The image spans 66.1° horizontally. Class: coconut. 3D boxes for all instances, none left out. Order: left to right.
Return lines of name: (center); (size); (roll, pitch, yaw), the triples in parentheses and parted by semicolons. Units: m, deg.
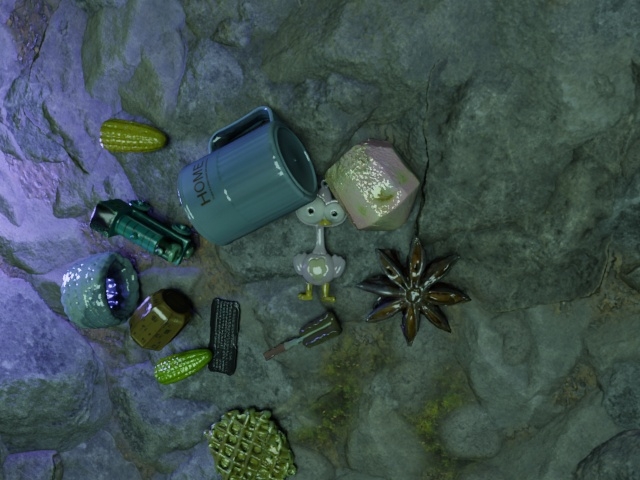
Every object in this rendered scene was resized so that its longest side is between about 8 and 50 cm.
coconut: (0.147, -0.138, 1.341); (0.233, 0.233, 0.245); (-37, 88, 16)

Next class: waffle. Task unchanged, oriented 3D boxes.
waffle: (-0.241, 0.719, 1.662); (0.297, 0.073, 0.317); (-21, 95, 15)

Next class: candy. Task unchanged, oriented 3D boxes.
candy: (-0.575, -0.320, 1.535); (0.198, 0.094, 0.106); (8, 66, 4)
candy: (-0.452, 0.413, 1.645); (0.209, 0.097, 0.097); (-23, 94, 13)

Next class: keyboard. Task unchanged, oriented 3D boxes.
keyboard: (-0.322, 0.322, 1.635); (0.106, 0.016, 0.262); (9, 102, 11)

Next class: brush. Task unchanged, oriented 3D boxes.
brush: (-0.065, 0.315, 1.561); (0.301, 0.071, 0.084); (-32, 76, 25)

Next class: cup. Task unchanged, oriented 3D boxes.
cup: (-0.190, -0.182, 1.403); (0.311, 0.331, 0.257); (-23, 123, 21)

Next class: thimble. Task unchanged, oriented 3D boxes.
thimble: (-0.711, 0.159, 1.593); (0.171, 0.205, 0.250); (-9, 74, 15)

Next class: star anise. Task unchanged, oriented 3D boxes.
star anise: (0.266, 0.140, 1.422); (0.331, 0.117, 0.332); (1, 102, 4)

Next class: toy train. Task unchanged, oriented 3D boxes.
toy train: (-0.542, -0.026, 1.529); (0.298, 0.194, 0.120); (29, 104, 5)

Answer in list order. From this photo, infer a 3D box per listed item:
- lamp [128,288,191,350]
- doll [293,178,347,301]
lamp: (-0.522, 0.258, 1.600); (0.161, 0.161, 0.185); (45, 108, 1)
doll: (0.000, 0.000, 1.465); (0.160, 0.094, 0.365); (5, 102, 9)
